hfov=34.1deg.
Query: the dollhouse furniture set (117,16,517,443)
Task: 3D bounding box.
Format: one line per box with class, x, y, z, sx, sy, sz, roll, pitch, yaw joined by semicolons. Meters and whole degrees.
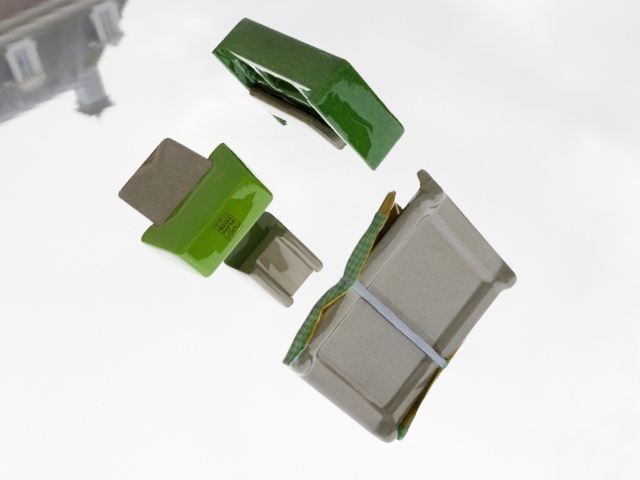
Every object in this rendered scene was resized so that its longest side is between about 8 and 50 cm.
dollhouse furniture set;0.000;0.000;0.864;0.197;0.301;0.151;-51;-141;-6
